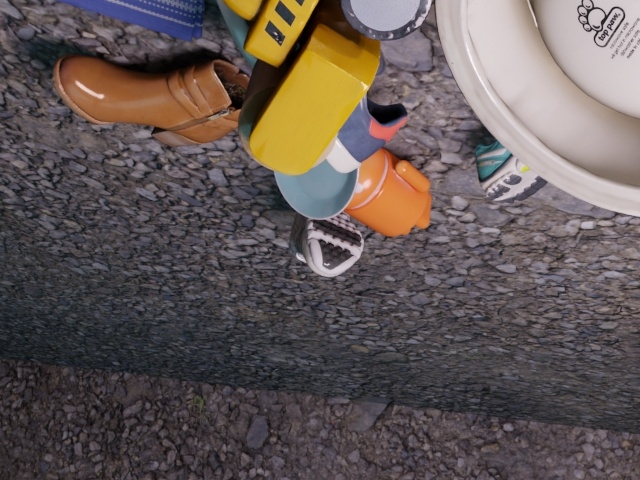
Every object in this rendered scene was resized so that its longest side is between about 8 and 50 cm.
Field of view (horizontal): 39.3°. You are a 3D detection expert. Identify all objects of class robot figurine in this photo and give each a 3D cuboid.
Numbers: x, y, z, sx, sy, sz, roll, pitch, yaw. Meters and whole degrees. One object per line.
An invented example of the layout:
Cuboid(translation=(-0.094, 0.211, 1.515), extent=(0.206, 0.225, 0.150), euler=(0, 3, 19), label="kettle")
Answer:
Cuboid(translation=(0.093, -0.087, 1.507), extent=(0.219, 0.128, 0.158), euler=(30, -176, -36), label="robot figurine")

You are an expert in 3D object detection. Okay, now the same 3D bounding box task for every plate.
Cuboid(translation=(-0.004, -0.127, 1.440), extent=(0.188, 0.188, 0.024), euler=(-14, 180, 44), label="plate")

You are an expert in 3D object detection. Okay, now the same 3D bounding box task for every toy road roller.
Cuboid(translation=(-0.038, -0.263, 0.998), extent=(0.241, 0.202, 0.329), euler=(26, 123, -13), label="toy road roller")

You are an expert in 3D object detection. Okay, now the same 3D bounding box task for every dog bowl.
Cuboid(translation=(0.324, -0.220, 0.914), extent=(0.408, 0.150, 0.408), euler=(34, 153, 21), label="dog bowl")

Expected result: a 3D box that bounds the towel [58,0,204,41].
Cuboid(translation=(-0.253, -0.389, 1.123), extent=(0.243, 0.040, 0.336), euler=(16, 154, -5), label="towel")

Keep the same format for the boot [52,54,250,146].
Cuboid(translation=(-0.240, -0.226, 1.367), extent=(0.220, 0.109, 0.283), euler=(-10, 150, 42), label="boot")

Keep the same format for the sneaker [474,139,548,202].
Cuboid(translation=(0.321, -0.162, 1.271), extent=(0.107, 0.109, 0.275), euler=(10, 145, -41), label="sneaker")

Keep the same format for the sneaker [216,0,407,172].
Cuboid(translation=(-0.004, -0.255, 1.220), extent=(0.148, 0.131, 0.350), euler=(-32, 127, 14), label="sneaker")

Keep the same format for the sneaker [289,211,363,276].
Cuboid(translation=(0.000, 0.000, 1.549), extent=(0.110, 0.292, 0.118), euler=(27, 110, -13), label="sneaker")
